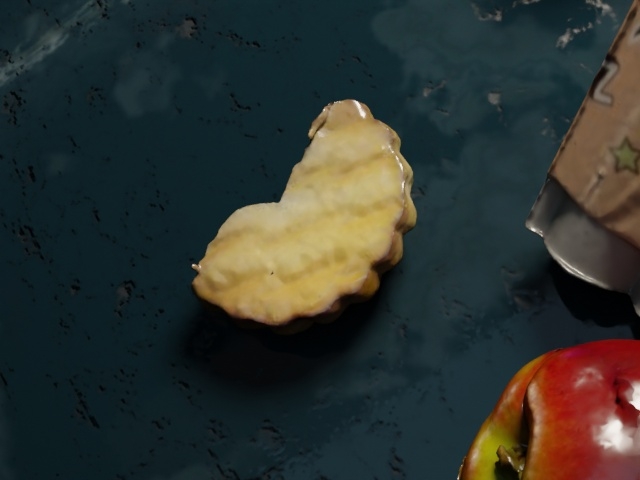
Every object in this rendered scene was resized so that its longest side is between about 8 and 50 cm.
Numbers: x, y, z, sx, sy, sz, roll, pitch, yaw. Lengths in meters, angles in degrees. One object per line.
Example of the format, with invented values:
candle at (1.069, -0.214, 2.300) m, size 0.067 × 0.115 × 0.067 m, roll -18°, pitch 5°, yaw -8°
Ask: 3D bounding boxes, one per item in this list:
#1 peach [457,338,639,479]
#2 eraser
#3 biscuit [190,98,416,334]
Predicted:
peach at (0.188, 0.148, 0.704) m, size 0.197 × 0.197 × 0.197 m, roll -4°, pitch 71°, yaw 13°
eraser at (0.252, -0.080, 0.716) m, size 0.171 × 0.087 × 0.290 m, roll 39°, pitch 129°, yaw 23°
biscuit at (0.000, 0.000, 0.862) m, size 0.183 × 0.061 × 0.118 m, roll -45°, pitch 69°, yaw -1°
